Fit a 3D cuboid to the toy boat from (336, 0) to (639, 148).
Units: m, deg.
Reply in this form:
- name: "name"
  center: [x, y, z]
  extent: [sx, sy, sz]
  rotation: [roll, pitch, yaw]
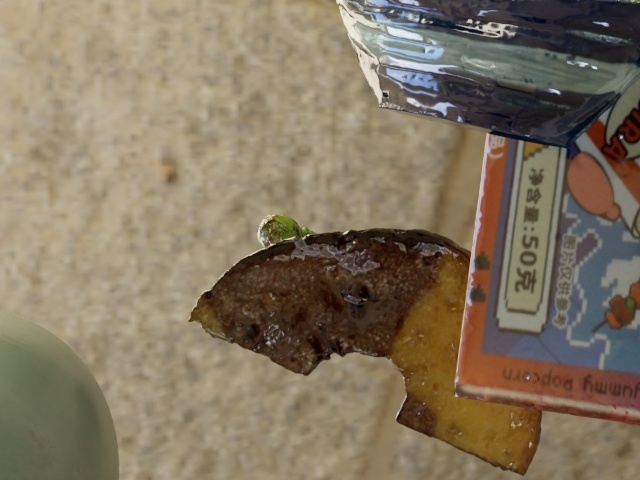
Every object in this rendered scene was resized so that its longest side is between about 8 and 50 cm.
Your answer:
- name: "toy boat"
  center: [0.113, -0.173, 0.910]
  extent: [0.210, 0.070, 0.292]
  rotation: [48, 114, 37]

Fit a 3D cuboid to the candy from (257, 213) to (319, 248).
- name: "candy"
  center: [0.000, 0.000, 1.731]
  extent: [0.035, 0.123, 0.035]
  rotation: [-60, 32, 38]

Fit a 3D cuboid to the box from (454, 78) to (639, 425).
- name: "box"
  center: [0.283, -0.065, 1.029]
  extent: [0.318, 0.257, 0.349]
  rotation: [7, 90, 38]

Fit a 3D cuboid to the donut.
- name: "donut"
  center: [0.057, 0.059, 1.558]
  extent: [0.295, 0.112, 0.151]
  rotation: [24, 92, 2]

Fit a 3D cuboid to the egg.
- name: "egg"
  center: [-0.248, 0.159, 1.289]
  extent: [0.230, 0.371, 0.230]
  rotation: [0, 99, 3]
